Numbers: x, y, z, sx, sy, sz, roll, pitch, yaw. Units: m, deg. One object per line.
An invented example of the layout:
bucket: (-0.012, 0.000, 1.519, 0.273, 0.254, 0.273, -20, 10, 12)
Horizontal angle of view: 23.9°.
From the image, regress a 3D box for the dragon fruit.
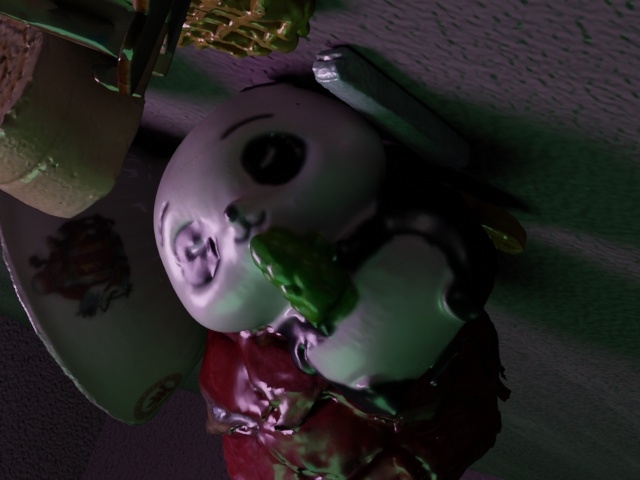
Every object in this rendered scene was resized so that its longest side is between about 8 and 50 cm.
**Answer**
dragon fruit: (0.031, 0.127, 1.509, 0.329, 0.329, 0.329, 20, 168, 5)

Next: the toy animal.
toy animal: (-0.001, 0.003, 1.200, 0.266, 0.213, 0.212, 33, 165, -14)

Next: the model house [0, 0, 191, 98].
model house: (-0.168, -0.202, 0.754, 0.244, 0.169, 0.326, 24, 168, -4)

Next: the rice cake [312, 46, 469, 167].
rice cake: (0.056, -0.098, 1.149, 0.033, 0.029, 0.170, -1, 157, 43)

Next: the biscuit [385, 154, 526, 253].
biscuit: (0.058, -0.039, 1.366, 0.280, 0.043, 0.183, 19, 162, 30)

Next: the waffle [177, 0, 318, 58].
waffle: (-0.091, -0.170, 1.021, 0.194, 0.051, 0.149, 11, 170, 43)

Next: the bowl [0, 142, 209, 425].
bowl: (-0.185, 0.008, 1.574, 0.157, 0.337, 0.337, -24, 153, 12)

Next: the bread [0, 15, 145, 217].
bread: (-0.239, -0.108, 1.303, 0.134, 0.148, 0.141, 31, 179, 44)
